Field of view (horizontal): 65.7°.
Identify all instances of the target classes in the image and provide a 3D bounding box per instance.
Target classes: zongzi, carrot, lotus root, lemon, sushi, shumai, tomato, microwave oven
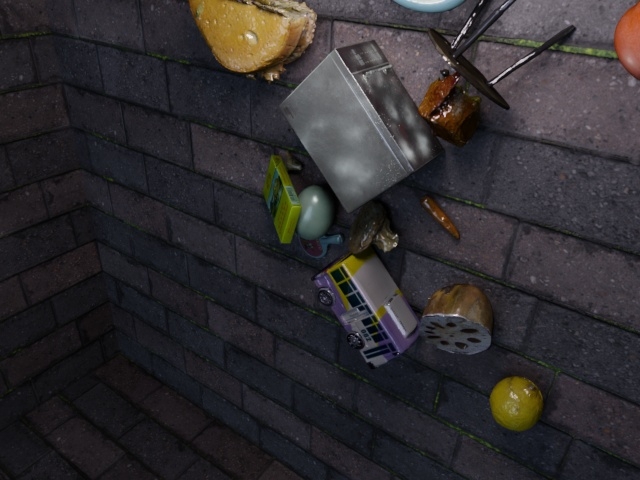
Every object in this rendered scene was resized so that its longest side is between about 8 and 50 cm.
[{"bbox_3d":[-0.102,-0.319,1.974,0.076,0.040,0.084,6,100,29],"label":"zongzi"},{"bbox_3d":[0.413,-0.078,1.694,0.191,0.047,0.047,46,133,1],"label":"carrot"},{"bbox_3d":[0.472,0.259,1.720,0.271,0.192,0.272,13,151,7],"label":"lotus root"},{"bbox_3d":[0.687,0.573,1.744,0.180,0.181,0.193,36,164,17],"label":"lemon"},{"bbox_3d":[0.376,-0.379,1.413,0.166,0.296,0.179,36,97,42],"label":"sushi"},{"bbox_3d":[0.201,-0.031,1.831,0.152,0.210,0.161,23,175,-13],"label":"shumai"},{"bbox_3d":[0.778,-0.453,1.059,0.255,0.255,0.225,-33,76,44],"label":"tomato"},{"bbox_3d":[0.126,-0.362,1.625,0.374,0.236,0.432,-31,93,43],"label":"microwave oven"}]

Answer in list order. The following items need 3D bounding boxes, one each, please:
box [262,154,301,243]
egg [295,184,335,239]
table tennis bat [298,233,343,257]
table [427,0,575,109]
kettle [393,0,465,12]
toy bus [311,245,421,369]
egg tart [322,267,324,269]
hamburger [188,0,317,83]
[{"bbox_3d":[-0.157,-0.168,1.962,0.335,0.047,0.187,-113,32,-43],"label":"box"},{"bbox_3d":[-0.028,-0.108,1.934,0.168,0.168,0.231,29,124,23],"label":"egg"},{"bbox_3d":[0.000,0.000,2.067,0.244,0.040,0.153,-4,111,44],"label":"table tennis bat"},{"bbox_3d":[0.454,-0.558,1.289,0.317,0.317,0.249,49,120,6],"label":"table"},{"bbox_3d":[0.284,-0.762,1.278,0.341,0.247,0.320,18,112,23],"label":"kettle"},{"bbox_3d":[0.196,0.254,1.930,0.249,0.209,0.440,-32,91,43],"label":"toy bus"},{"bbox_3d":[0.052,0.166,2.090,0.129,0.049,0.129,58,173,12],"label":"egg tart"},{"bbox_3d":[-0.226,-0.698,1.696,0.445,0.268,0.287,25,125,20],"label":"hamburger"}]
